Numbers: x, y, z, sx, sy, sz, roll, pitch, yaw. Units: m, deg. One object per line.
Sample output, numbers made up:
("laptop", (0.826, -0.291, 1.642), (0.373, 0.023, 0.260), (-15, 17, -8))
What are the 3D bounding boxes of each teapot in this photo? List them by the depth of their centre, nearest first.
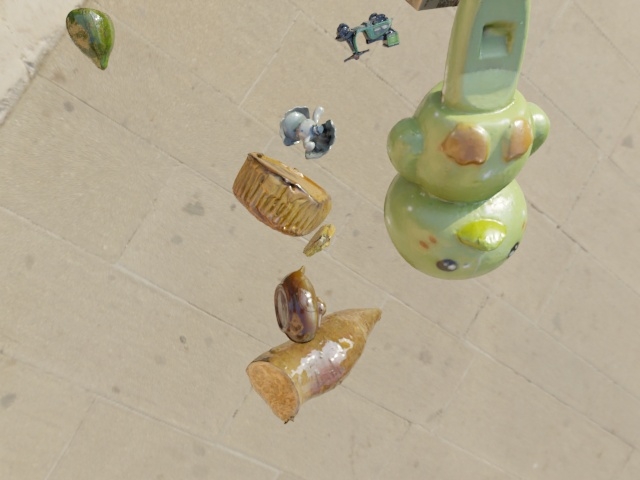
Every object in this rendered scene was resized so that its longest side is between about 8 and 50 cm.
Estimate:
("teapot", (-0.029, 0.104, 0.876), (0.078, 0.098, 0.129), (0, 58, -25))

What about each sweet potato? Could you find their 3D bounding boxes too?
("sweet potato", (0.023, 0.209, 1.034), (0.337, 0.131, 0.131), (-26, 106, -38))

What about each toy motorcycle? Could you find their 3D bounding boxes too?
("toy motorcycle", (0.122, -0.542, 1.424), (0.173, 0.058, 0.100), (-21, 120, -10))

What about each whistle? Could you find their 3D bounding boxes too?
("whistle", (0.128, -0.062, 0.454), (0.141, 0.294, 0.141), (0, 59, 0))

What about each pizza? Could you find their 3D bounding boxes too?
("pizza", (0.000, 0.000, 1.334), (0.036, 0.160, 0.099), (41, 95, -6))

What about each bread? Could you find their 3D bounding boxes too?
("bread", (-0.074, -0.082, 1.014), (0.199, 0.199, 0.104), (28, 103, -20))

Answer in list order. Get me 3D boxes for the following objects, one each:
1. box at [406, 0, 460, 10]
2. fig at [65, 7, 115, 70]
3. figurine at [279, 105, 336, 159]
("box", (0.133, -0.276, 0.568), (0.083, 0.053, 0.024), (-22, 62, -32))
("fig", (-0.618, -0.542, 1.451), (0.123, 0.123, 0.156), (-5, 107, -18))
("figurine", (-0.017, -0.198, 0.971), (0.082, 0.086, 0.094), (30, 91, -49))
